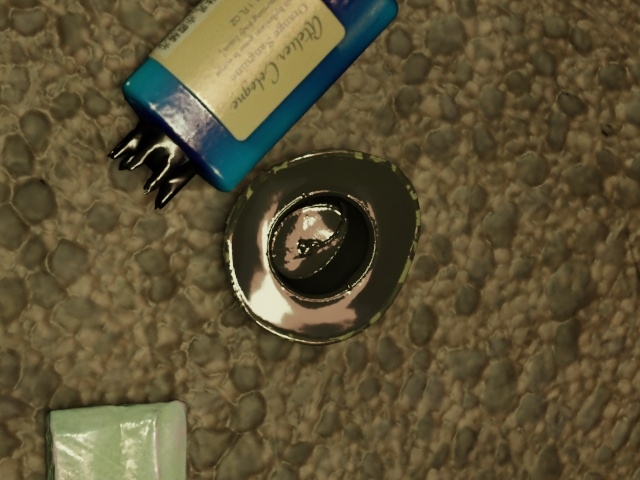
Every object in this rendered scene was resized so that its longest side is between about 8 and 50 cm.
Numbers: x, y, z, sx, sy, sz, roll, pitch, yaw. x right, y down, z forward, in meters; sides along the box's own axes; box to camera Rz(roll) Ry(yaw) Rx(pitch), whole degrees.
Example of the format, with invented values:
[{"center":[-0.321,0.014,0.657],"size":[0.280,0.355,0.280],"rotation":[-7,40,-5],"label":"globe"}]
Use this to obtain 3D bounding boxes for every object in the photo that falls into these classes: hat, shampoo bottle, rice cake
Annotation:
[{"center":[0.000,0.000,0.854],"size":[0.121,0.050,0.121],"rotation":[-2,98,-14],"label":"hat"},{"center":[-0.044,-0.096,0.832],"size":[0.183,0.050,0.087],"rotation":[-47,109,-9],"label":"shampoo bottle"},{"center":[-0.111,0.201,0.840],"size":[0.080,0.042,0.222],"rotation":[-4,95,-22],"label":"rice cake"}]
